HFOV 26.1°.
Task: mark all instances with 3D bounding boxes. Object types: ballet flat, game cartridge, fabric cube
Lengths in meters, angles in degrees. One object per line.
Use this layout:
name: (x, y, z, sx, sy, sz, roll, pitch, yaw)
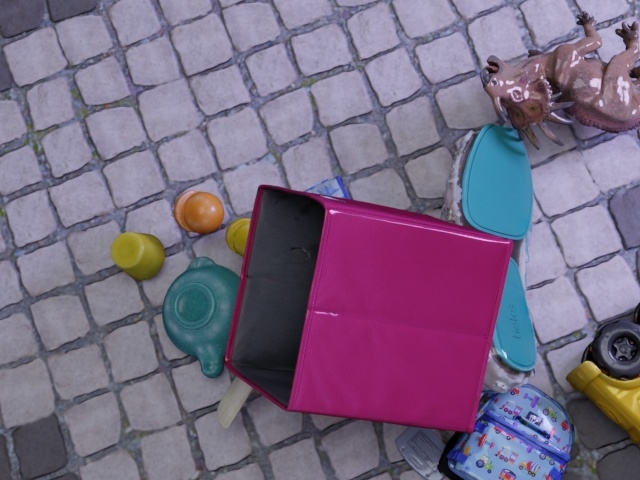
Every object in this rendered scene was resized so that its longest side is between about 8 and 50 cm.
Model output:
ballet flat: (0.211, 0.026, 1.897, 0.147, 0.147, 0.409, -1, 59, 7)
game cartridge: (0.144, 0.292, 1.895, 0.056, 0.017, 0.083, -41, 73, -9)
fabric cube: (0.054, 0.081, 1.763, 0.258, 0.254, 0.259, 9, 94, -22)

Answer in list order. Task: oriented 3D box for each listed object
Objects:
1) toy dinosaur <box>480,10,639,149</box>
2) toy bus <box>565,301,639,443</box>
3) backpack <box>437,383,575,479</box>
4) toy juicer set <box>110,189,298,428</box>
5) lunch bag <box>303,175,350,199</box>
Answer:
toy dinosaur: (0.371, -0.203, 1.930, 0.295, 0.127, 0.200, 14, 56, 7)
toy bus: (0.469, 0.174, 1.822, 0.220, 0.149, 0.211, -40, 75, -7)
backpack: (0.262, 0.270, 1.832, 0.158, 0.117, 0.173, 35, 75, 7)
toy juicer set: (-0.135, 0.076, 1.944, 0.209, 0.089, 0.329, -39, 71, 7)
lunch bag: (0.000, 0.000, 1.956, 0.128, 0.096, 0.151, -25, 82, -1)
